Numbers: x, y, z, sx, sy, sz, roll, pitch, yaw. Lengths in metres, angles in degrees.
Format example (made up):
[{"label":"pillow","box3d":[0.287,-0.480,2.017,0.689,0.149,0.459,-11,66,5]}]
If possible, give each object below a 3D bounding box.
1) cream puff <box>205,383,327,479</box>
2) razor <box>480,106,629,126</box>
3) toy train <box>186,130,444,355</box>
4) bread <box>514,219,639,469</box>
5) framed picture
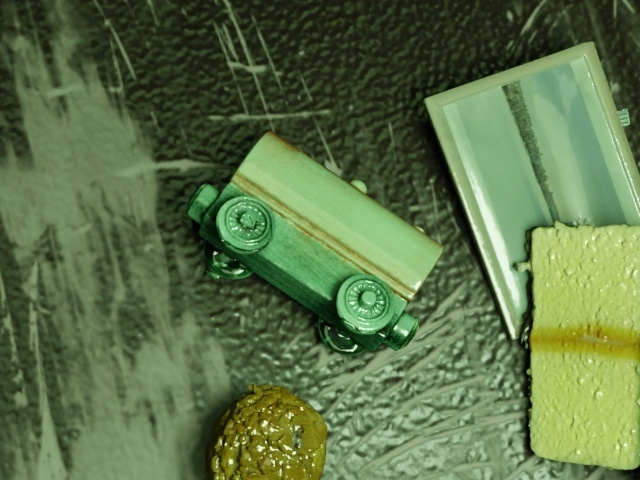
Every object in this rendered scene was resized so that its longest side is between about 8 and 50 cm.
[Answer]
[{"label":"cream puff","box3d":[-0.055,0.225,1.462,0.126,0.103,0.144,19,82,-2]},{"label":"razor","box3d":[0.263,-0.130,1.607,0.191,0.037,0.068,-8,87,-10]},{"label":"toy train","box3d":[0.000,0.000,1.522,0.285,0.116,0.177,33,64,3]},{"label":"bread","box3d":[0.323,0.112,1.517,0.178,0.142,0.266,2,88,-24]},{"label":"framed picture","box3d":[0.260,-0.058,1.575,0.213,0.016,0.289,-20,90,-10]}]
